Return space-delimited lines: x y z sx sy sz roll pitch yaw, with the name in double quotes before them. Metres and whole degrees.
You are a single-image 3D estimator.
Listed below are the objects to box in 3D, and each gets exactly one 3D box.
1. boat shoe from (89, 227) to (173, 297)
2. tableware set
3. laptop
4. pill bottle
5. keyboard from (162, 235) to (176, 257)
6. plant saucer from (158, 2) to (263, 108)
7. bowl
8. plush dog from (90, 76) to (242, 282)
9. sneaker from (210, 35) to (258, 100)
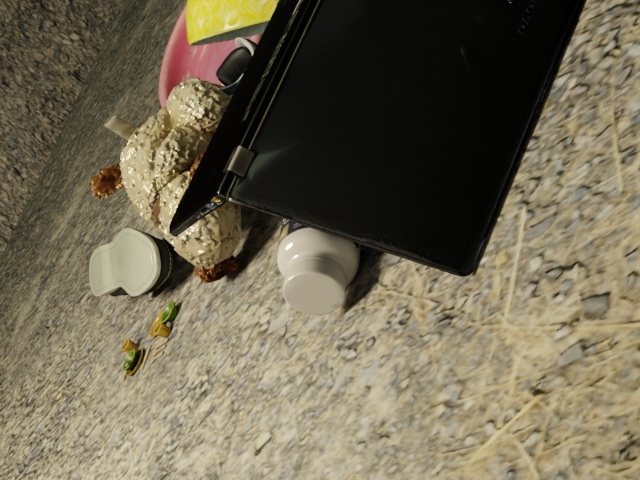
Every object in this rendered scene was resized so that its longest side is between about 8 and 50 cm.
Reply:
"boat shoe" -0.293 0.037 2.044 0.302 0.091 0.114 -4 89 62
"tableware set" -0.272 0.153 1.943 0.154 0.024 0.104 -34 32 50
"laptop" 0.050 -0.152 1.390 0.382 0.236 0.408 -65 13 -16
"pill bottle" 0.000 0.000 1.418 0.094 0.094 0.169 -43 26 37
"keyboard" -0.227 -0.043 2.085 0.192 0.038 0.100 -51 22 25
"plant saucer" -0.148 -0.337 2.089 0.332 0.084 0.332 -36 41 39
"bowl" -0.065 -0.386 1.779 0.289 0.289 0.156 0 105 67
"plush dog" -0.187 -0.062 1.749 0.225 0.210 0.262 47 150 42
"sneaker" -0.105 -0.224 1.879 0.099 0.153 0.282 -62 21 -9
